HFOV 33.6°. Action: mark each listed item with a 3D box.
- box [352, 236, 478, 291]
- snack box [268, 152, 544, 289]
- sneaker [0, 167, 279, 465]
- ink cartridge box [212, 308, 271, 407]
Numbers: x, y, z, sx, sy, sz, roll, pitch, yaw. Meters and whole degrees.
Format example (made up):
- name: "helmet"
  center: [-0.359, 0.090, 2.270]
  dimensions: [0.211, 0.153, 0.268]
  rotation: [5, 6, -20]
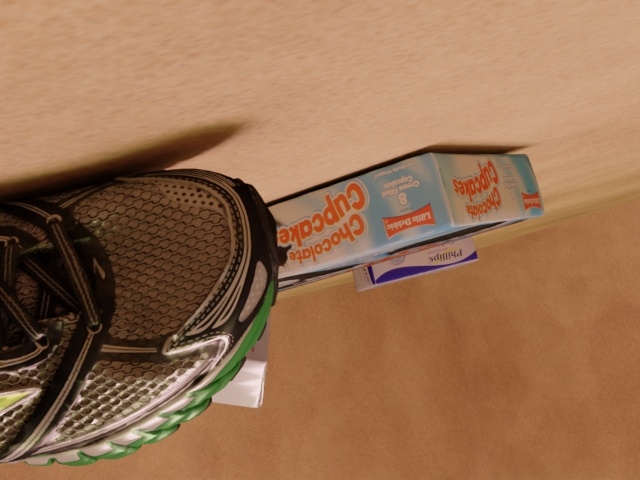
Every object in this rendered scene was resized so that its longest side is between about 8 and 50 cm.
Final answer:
- name: "box"
  center: [0.103, 0.009, 1.259]
  dimensions: [0.126, 0.072, 0.137]
  rotation: [-14, 176, -9]
- name: "snack box"
  center: [0.000, 0.000, 0.871]
  dimensions: [0.322, 0.060, 0.187]
  rotation: [-17, 175, 31]
- name: "sneaker"
  center: [-0.181, 0.052, 0.487]
  dimensions: [0.344, 0.134, 0.146]
  rotation: [-21, 163, 0]
- name: "ink cartridge box"
  center: [-0.123, 0.095, 1.016]
  dimensions: [0.151, 0.063, 0.109]
  rotation: [8, -149, -5]
